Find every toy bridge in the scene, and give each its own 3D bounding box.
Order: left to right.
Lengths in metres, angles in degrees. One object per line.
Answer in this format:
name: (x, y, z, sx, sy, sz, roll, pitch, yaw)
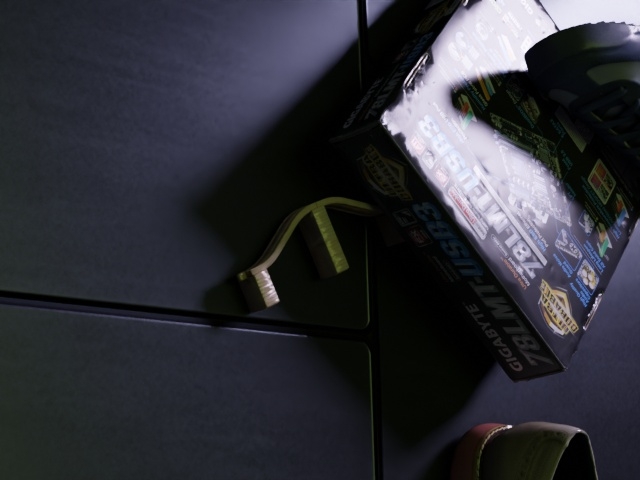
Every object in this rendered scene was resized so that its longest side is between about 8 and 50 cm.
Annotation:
toy bridge: (0.000, 0.000, 1.180, 0.188, 0.026, 0.063, -24, 94, -40)

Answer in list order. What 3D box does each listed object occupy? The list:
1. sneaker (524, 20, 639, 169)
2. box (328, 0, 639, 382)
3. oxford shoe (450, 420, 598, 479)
sneaker: (0.317, -0.110, 1.319, 0.319, 0.112, 0.131, 12, 63, -40)
box: (0.174, -0.074, 1.297, 0.295, 0.073, 0.293, 50, 49, -19)
oxford shoe: (0.203, 0.325, 1.192, 0.123, 0.130, 0.348, -10, 85, -40)
